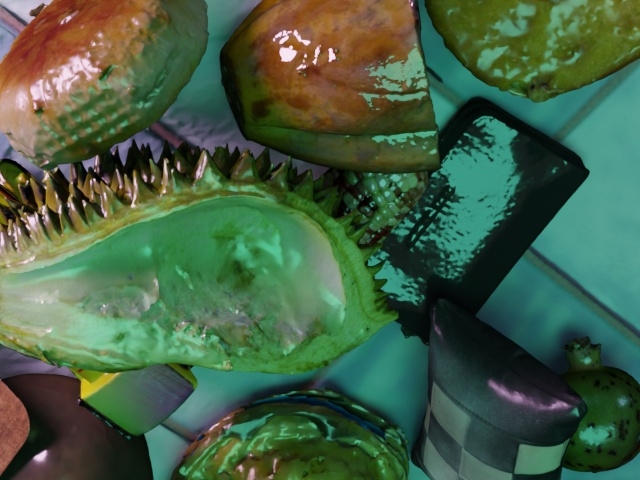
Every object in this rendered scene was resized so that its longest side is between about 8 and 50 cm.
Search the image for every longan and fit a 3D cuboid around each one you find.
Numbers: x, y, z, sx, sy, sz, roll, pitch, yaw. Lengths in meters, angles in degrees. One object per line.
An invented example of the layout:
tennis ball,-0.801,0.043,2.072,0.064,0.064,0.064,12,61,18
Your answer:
longan,-0.257,0.217,1.624,0.212,0.198,0.198,-5,123,22

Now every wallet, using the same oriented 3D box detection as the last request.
wallet,0.132,-0.010,1.643,0.149,0.044,0.250,31,111,-20

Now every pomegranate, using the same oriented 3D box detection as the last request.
pomegranate,0.276,0.173,1.724,0.130,0.130,0.130,-4,120,-7

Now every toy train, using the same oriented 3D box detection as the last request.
toy train,-0.235,0.046,1.548,0.100,0.160,0.296,-41,116,18

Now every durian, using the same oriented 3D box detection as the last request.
durian,-0.129,0.013,1.473,0.394,0.163,0.198,-3,101,-18

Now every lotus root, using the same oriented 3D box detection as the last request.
lotus root,0.007,-0.137,1.459,0.180,0.199,0.188,-14,114,-2

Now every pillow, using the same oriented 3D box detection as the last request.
pillow,0.169,0.188,1.669,0.106,0.186,0.250,-34,147,-31

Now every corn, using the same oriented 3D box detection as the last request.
corn,0.000,0.000,1.602,0.086,0.086,0.253,36,110,-25

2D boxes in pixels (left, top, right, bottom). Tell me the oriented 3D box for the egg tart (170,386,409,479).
egg tart,-0.023,0.285,1.748,0.291,0.107,0.291,-4,121,-7

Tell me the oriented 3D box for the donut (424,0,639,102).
donut,0.207,-0.245,1.478,0.253,0.118,0.253,-3,120,-5

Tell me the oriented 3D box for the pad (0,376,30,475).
pad,-0.437,0.200,1.572,0.250,0.055,0.323,43,92,15

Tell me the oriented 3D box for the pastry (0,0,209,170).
pastry,-0.187,-0.154,1.432,0.192,0.182,0.093,-29,124,20
